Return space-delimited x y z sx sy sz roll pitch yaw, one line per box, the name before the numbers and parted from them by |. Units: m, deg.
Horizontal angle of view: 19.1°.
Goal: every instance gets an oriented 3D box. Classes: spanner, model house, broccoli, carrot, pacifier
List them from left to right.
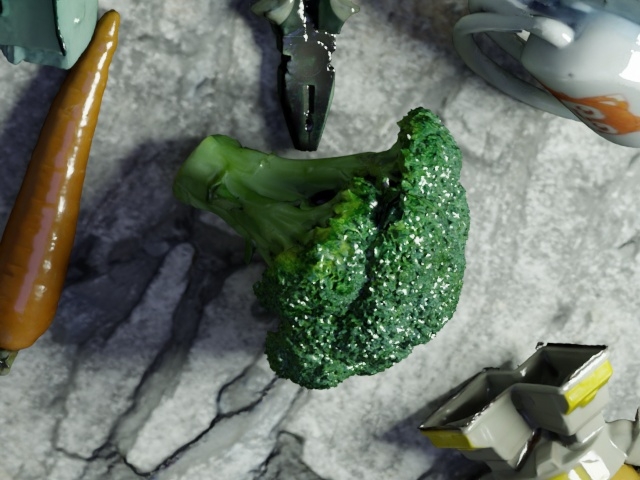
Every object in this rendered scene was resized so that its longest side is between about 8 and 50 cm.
model house | -0.266 -0.225 1.570 0.149 0.119 0.148 7 127 7
carrot | -0.232 -0.039 1.639 0.069 0.069 0.336 16 96 -18
spanner | -0.014 -0.234 1.658 0.096 0.040 0.324 -5 109 -15
broccoli | 0.000 0.000 1.647 0.254 0.269 0.269 -48 115 -37
pacifier | 0.267 -0.215 1.649 0.299 0.244 0.233 36 80 -48

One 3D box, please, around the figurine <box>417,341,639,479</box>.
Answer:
figurine | 0.242 0.239 1.793 0.309 0.143 0.308 11 125 16
